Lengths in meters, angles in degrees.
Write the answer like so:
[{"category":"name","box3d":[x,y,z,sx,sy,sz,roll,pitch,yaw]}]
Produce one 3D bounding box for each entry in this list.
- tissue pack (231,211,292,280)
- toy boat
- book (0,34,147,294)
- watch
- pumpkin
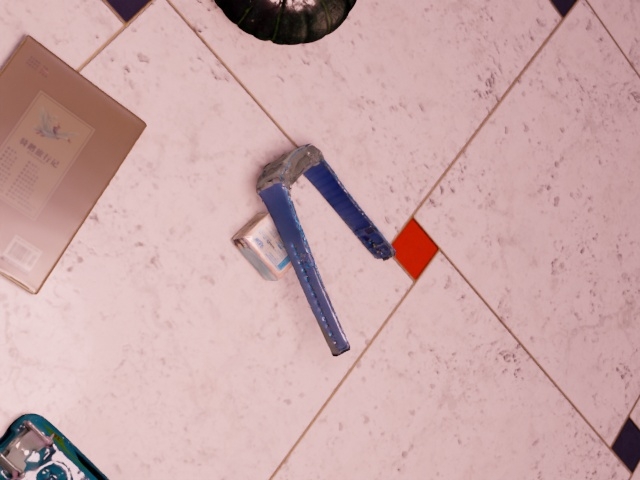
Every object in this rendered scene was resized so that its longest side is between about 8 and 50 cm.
[{"category":"tissue pack","box3d":[-0.084,0.010,1.532,0.074,0.058,0.094,-45,108,-25]},{"category":"toy boat","box3d":[-0.338,0.378,1.330,0.299,0.092,0.134,51,60,-17]},{"category":"book","box3d":[-0.413,-0.109,1.367,0.217,0.021,0.310,38,68,-22]},{"category":"watch","box3d":[-0.007,0.002,1.522,0.274,0.068,0.276,53,35,-18]},{"category":"pumpkin","box3d":[-0.054,-0.432,1.506,0.250,0.216,0.250,0,91,-5]}]
